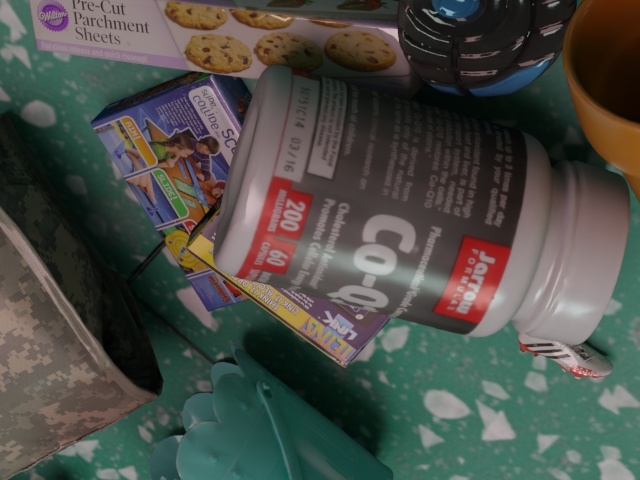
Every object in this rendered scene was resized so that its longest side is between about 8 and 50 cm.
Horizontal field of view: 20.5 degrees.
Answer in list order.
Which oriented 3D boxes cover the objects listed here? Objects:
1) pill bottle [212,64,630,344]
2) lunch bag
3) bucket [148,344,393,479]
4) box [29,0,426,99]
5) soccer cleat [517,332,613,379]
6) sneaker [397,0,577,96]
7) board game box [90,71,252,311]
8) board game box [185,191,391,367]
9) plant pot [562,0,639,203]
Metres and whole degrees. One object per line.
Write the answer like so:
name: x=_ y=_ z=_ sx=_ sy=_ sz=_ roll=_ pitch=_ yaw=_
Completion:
pill bottle: x=0.075 y=-0.019 z=1.318 sx=0.283 sy=0.161 sz=0.161 roll=15 pitch=129 yaw=-8
lunch bag: x=-0.303 y=0.074 z=1.553 sx=0.235 sy=0.169 sz=0.287 roll=-28 pitch=107 yaw=12
bucket: x=-0.076 y=0.252 z=1.550 sx=0.183 sy=0.281 sz=0.281 roll=33 pitch=129 yaw=-3
box: x=-0.071 y=-0.169 z=1.384 sx=0.324 sy=0.063 sz=0.067 roll=10 pitch=125 yaw=18
soccer cleat: x=0.202 y=0.088 z=1.456 sx=0.083 sy=0.029 sz=0.035 roll=23 pitch=133 yaw=15
sneaker: x=0.116 y=-0.246 z=1.217 sx=0.125 sy=0.139 sz=0.340 roll=2 pitch=137 yaw=4
board game box: x=-0.087 y=-0.043 z=1.494 sx=0.136 sy=0.035 sz=0.201 roll=-17 pitch=114 yaw=32
board game box: x=0.000 y=0.000 z=1.439 sx=0.170 sy=0.048 sz=0.141 roll=38 pitch=112 yaw=-12
plant pot: x=0.285 y=-0.077 z=1.216 sx=0.205 sy=0.205 sz=0.188 roll=1 pitch=138 yaw=24
